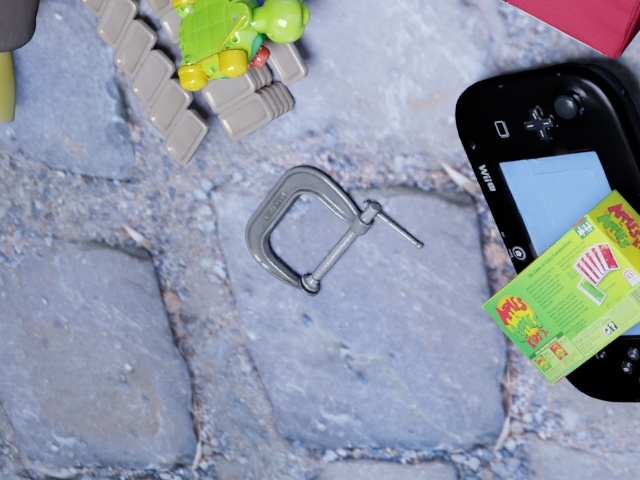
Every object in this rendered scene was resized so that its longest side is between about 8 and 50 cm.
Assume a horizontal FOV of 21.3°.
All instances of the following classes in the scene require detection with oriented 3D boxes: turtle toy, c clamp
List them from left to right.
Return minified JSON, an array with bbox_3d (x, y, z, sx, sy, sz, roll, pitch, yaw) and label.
[{"bbox_3d":[-0.069,-0.179,1.449,0.130,0.066,0.095,-12,79,40],"label":"turtle toy"},{"bbox_3d":[0.000,0.000,1.602,0.137,0.022,0.161,45,133,-2],"label":"c clamp"}]

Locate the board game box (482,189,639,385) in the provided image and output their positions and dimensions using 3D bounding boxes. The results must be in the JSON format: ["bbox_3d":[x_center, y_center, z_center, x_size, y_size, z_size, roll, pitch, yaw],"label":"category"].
[{"bbox_3d":[0.215,0.042,1.399,0.092,0.043,0.181,49,146,5],"label":"board game box"}]

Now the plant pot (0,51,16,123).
[{"bbox_3d":[-0.352,-0.176,1.651,0.134,0.134,0.095,20,102,21],"label":"plant pot"}]

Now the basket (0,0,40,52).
[{"bbox_3d":[-0.307,-0.312,1.506,0.204,0.154,0.227,37,129,5],"label":"basket"}]

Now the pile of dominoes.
[{"bbox_3d":[-0.121,-0.209,1.544,0.196,0.040,0.251,-26,96,42],"label":"pile of dominoes"}]

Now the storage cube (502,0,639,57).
[{"bbox_3d":[0.185,-0.276,1.171,0.184,0.215,0.193,28,137,13],"label":"storage cube"}]

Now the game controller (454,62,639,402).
[{"bbox_3d":[0.226,0.000,1.427,0.166,0.067,0.319,-10,113,37],"label":"game controller"}]
